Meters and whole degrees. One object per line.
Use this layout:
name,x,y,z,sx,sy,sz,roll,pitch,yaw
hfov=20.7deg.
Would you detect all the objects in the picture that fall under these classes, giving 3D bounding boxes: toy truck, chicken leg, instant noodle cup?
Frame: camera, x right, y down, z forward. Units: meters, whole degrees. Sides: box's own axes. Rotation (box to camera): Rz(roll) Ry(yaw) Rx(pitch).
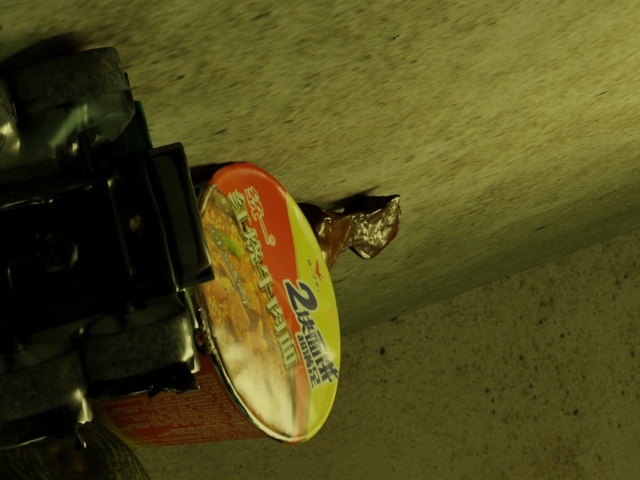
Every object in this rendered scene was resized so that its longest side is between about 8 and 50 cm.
toy truck,-0.209,0.027,0.832,0.363,0.176,0.178,-17,-176,-36
chicken leg,0.000,0.000,1.573,0.113,0.093,0.304,-38,170,29
instant noodle cup,-0.108,0.063,1.302,0.174,0.213,0.213,-14,176,25

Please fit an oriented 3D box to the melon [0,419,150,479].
melon,-0.238,0.252,1.226,0.237,0.237,0.301,-12,143,-52
